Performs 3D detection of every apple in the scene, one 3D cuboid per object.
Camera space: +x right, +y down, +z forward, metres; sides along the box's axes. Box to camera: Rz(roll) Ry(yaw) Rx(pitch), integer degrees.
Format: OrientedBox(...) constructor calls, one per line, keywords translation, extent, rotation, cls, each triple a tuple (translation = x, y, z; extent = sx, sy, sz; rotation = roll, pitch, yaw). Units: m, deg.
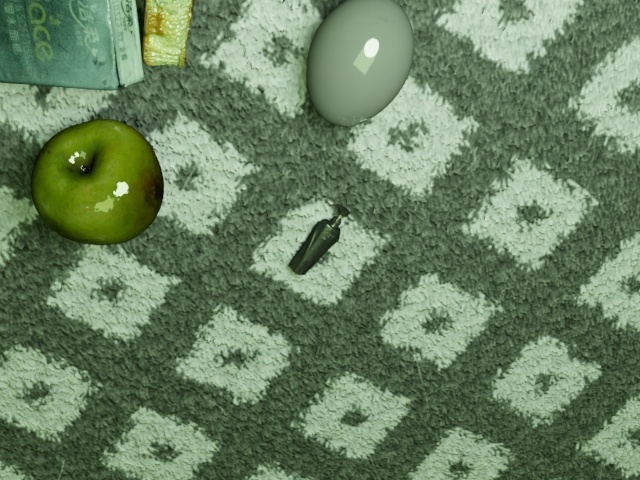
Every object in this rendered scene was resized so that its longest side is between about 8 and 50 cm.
OrientedBox(translation=(-0.323, -0.081, 1.339), extent=(0.197, 0.196, 0.157), rotation=(-12, 148, 1), cls="apple")

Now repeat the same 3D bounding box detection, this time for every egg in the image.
OrientedBox(translation=(0.054, -0.255, 1.303), extent=(0.146, 0.146, 0.198), rotation=(22, 120, -16), cls="egg")

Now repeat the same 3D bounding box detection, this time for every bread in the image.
OrientedBox(translation=(-0.209, -0.314, 1.257), extent=(0.069, 0.128, 0.140), rotation=(8, 122, -14), cls="bread")

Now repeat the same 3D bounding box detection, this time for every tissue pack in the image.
OrientedBox(translation=(-0.368, -0.303, 1.222), extent=(0.257, 0.081, 0.185), rotation=(7, 117, 21), cls="tissue pack")

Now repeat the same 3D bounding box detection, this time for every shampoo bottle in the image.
OrientedBox(translation=(0.000, 0.000, 1.498), extent=(0.048, 0.027, 0.137), rotation=(32, 110, -22), cls="shampoo bottle")
